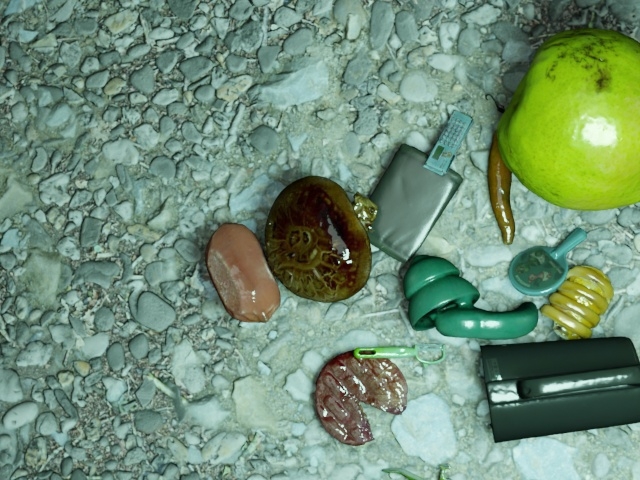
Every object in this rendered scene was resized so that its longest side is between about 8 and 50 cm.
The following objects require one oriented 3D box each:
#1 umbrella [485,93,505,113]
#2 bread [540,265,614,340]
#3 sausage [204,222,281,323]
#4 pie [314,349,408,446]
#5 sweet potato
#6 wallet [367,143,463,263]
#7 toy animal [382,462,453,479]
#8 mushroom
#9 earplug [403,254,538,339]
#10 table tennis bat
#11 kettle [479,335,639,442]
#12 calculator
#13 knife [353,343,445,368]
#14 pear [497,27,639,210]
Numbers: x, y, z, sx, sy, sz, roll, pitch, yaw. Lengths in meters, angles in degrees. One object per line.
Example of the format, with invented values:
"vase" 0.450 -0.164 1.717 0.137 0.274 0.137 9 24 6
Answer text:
"umbrella" 0.434 -0.283 1.769 0.022 0.022 0.149 -39 85 -20
"bread" 0.559 0.136 1.667 0.119 0.084 0.177 32 86 12
"sausage" -0.184 0.082 1.781 0.148 0.148 0.254 -33 77 5
"pie" 0.091 0.351 1.745 0.218 0.054 0.204 -30 80 8
"sweet potato" 0.407 -0.121 1.738 0.057 0.057 0.265 -2 88 10
"wallet" 0.198 -0.085 1.776 0.168 0.052 0.245 34 95 13
"toy animal" 0.248 0.523 1.703 0.216 0.041 0.075 21 89 16
"mushroom" -0.001 -0.003 1.728 0.278 0.163 0.297 -36 77 16
"earplug" 0.312 0.127 1.675 0.257 0.164 0.280 -34 68 -1
"table tennis bat" 0.508 0.044 1.695 0.201 0.033 0.124 -40 48 -4
"kettle" 0.490 0.282 1.570 0.307 0.262 0.203 -8 47 11
"calculator" 0.296 -0.225 1.757 0.057 0.018 0.172 26 68 13
"knife" 0.178 0.260 1.721 0.212 0.015 0.054 2 75 -8
"pear" 0.567 -0.235 1.573 0.390 0.391 0.391 -1 84 10
